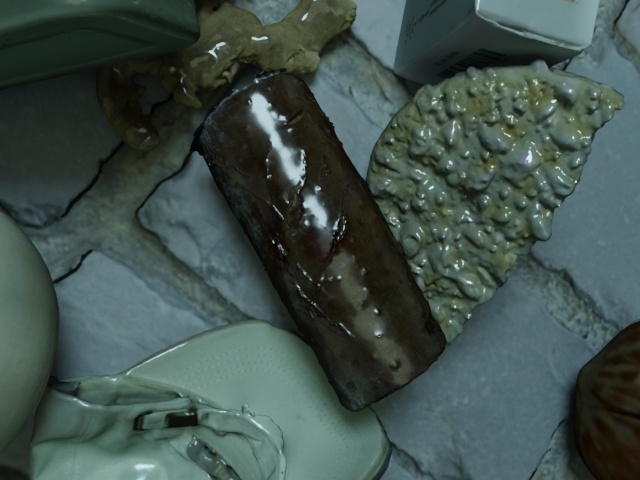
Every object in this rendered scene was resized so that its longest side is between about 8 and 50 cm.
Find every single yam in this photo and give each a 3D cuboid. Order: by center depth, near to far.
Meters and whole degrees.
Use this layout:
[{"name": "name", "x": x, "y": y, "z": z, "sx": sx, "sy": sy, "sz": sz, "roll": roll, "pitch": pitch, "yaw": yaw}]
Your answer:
[{"name": "yam", "x": 0.001, "y": -0.001, "z": 0.548, "sx": 0.131, "sy": 0.131, "sz": 0.280, "roll": -29, "pitch": 88, "yaw": -9}]

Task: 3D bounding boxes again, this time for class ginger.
[{"name": "ginger", "x": -0.094, "y": -0.197, "z": 0.576, "sx": 0.258, "sy": 0.065, "sz": 0.149, "roll": -28, "pitch": 95, "yaw": -7}]

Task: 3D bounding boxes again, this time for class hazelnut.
[{"name": "hazelnut", "x": 0.370, "y": 0.184, "z": 0.629, "sx": 0.181, "sy": 0.181, "sz": 0.212, "roll": 20, "pitch": 99, "yaw": -32}]

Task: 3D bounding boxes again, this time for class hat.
[{"name": "hat", "x": -0.091, "y": 0.212, "z": 0.561, "sx": 0.301, "sy": 0.168, "sz": 0.258, "roll": -27, "pitch": 58, "yaw": -31}]

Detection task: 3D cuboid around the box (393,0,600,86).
[{"name": "box", "x": 0.167, "y": -0.300, "z": 0.552, "sx": 0.106, "sy": 0.200, "sz": 0.299, "roll": 10, "pitch": 91, "yaw": -11}]

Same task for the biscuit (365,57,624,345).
[{"name": "biscuit", "x": 0.125, "y": -0.049, "z": 0.560, "sx": 0.179, "sy": 0.084, "sz": 0.281, "roll": 40, "pitch": 127, "yaw": 15}]

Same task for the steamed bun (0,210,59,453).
[{"name": "steamed bun", "x": -0.292, "y": 0.084, "z": 0.483, "sx": 0.145, "sy": 0.232, "sz": 0.232, "roll": 33, "pitch": 85, "yaw": -48}]

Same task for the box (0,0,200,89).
[{"name": "box", "x": -0.284, "y": -0.283, "z": 0.423, "sx": 0.352, "sy": 0.177, "sz": 0.344, "roll": -7, "pitch": 97, "yaw": 15}]
